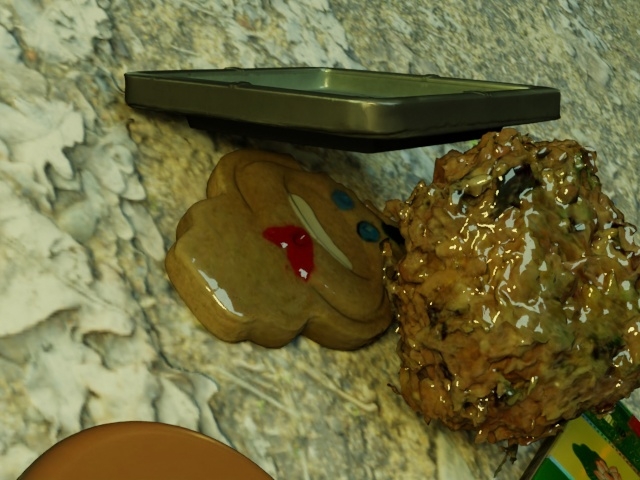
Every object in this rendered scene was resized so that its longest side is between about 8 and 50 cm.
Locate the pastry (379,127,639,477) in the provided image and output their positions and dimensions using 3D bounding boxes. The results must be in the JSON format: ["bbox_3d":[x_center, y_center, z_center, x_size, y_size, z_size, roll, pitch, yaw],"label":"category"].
[{"bbox_3d":[0.169,0.039,0.910,0.193,0.275,0.275,14,11,43],"label":"pastry"}]

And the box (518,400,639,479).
[{"bbox_3d":[0.233,0.218,0.978,0.132,0.034,0.235,47,35,4],"label":"box"}]

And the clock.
[{"bbox_3d":[0.021,-0.110,0.957,0.273,0.049,0.279,12,15,38],"label":"clock"}]

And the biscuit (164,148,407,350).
[{"bbox_3d":[0.006,0.007,0.962,0.319,0.047,0.183,9,51,-41],"label":"biscuit"}]

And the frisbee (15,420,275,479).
[{"bbox_3d":[-0.078,0.214,0.689,0.251,0.021,0.251,28,38,-24],"label":"frisbee"}]
